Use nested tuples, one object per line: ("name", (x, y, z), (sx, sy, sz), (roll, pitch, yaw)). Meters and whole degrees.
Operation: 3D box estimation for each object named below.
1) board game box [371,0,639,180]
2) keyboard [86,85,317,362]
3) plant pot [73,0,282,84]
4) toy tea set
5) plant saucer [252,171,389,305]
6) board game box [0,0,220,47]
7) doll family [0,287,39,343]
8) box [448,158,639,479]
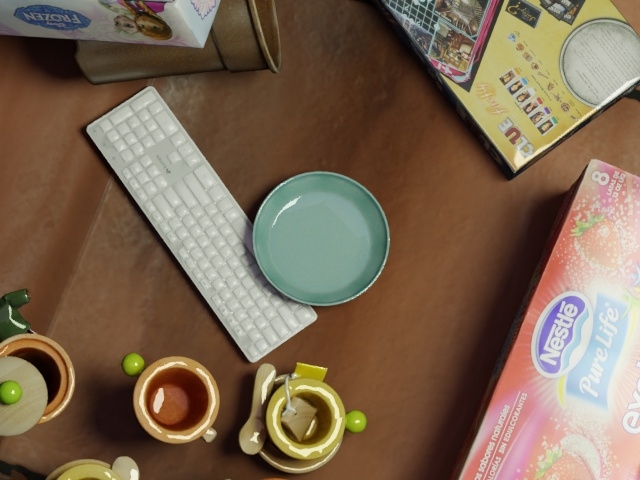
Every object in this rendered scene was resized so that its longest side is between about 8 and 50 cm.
("board game box", (0.160, -0.198, 1.650), (0.165, 0.042, 0.243), (-36, 83, -5))
("keyboard", (-0.104, -0.016, 1.636), (0.072, 0.014, 0.256), (-35, 83, -5))
("plant pot", (-0.130, -0.208, 1.600), (0.165, 0.167, 0.167), (-12, 81, 6))
("toy tea set", (-0.124, 0.176, 1.516), (0.336, 0.124, 0.200), (10, 77, -12))
("plant saucer", (0.000, 0.000, 1.626), (0.119, 0.021, 0.119), (1, 78, -4))
("board game box", (-0.198, -0.315, 1.559), (0.318, 0.066, 0.318), (7, 64, 24))
("doll family", (-0.323, 0.106, 1.585), (0.193, 0.076, 0.111), (-40, 103, -11))
("box", (0.224, 0.103, 1.550), (0.142, 0.154, 0.300), (23, 83, 4))
